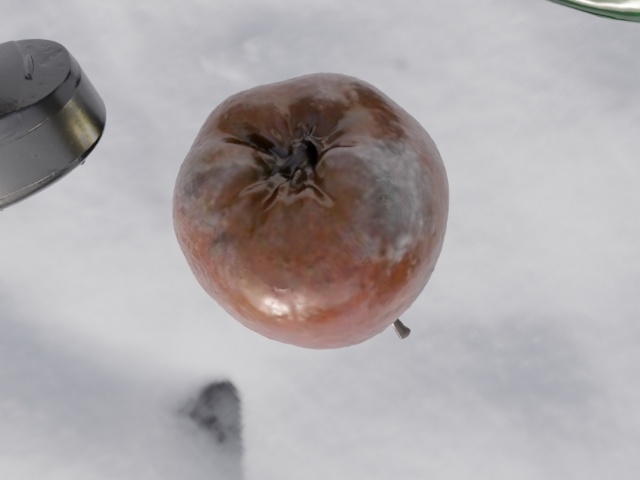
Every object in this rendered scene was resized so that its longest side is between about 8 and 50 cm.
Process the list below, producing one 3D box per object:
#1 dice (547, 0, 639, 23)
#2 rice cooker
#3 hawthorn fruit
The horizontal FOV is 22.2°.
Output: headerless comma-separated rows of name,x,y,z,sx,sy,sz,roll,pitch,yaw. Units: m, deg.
dice,0.065,-0.123,0.296,0.131,0.128,0.120,27,72,4
rice cooker,-0.252,-0.088,1.287,0.165,0.112,0.106,-29,131,14
hawthorn fruit,-0.016,-0.015,1.383,0.235,0.231,0.263,45,138,10
